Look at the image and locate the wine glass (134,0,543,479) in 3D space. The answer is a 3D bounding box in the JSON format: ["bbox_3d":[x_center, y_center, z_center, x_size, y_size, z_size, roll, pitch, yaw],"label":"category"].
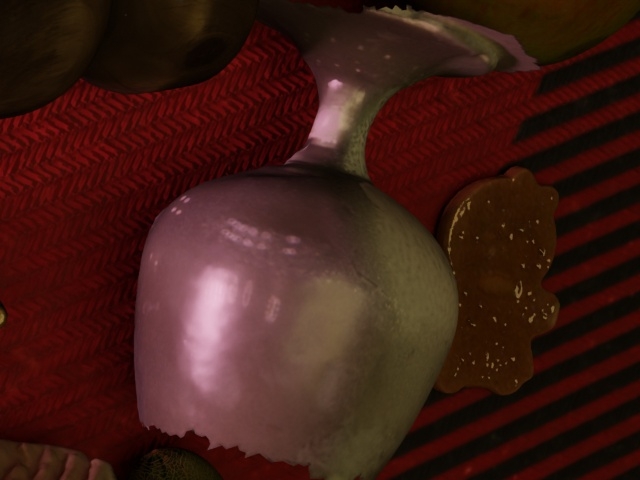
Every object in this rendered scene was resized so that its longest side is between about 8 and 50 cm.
[{"bbox_3d":[0.000,0.000,1.230,0.238,0.238,0.323,16,88,-27],"label":"wine glass"}]

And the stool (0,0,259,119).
[{"bbox_3d":[-0.189,-0.166,1.091,0.264,0.179,0.179,-16,106,-45],"label":"stool"}]

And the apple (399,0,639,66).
[{"bbox_3d":[0.142,-0.246,1.283,0.246,0.246,0.226,13,109,-27],"label":"apple"}]

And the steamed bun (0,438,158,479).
[{"bbox_3d":[-0.262,0.270,1.123,0.273,0.290,0.272,16,97,-8],"label":"steamed bun"}]

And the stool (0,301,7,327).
[{"bbox_3d":[-0.283,0.039,1.163,0.134,0.110,0.135,5,95,-25],"label":"stool"}]

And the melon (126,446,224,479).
[{"bbox_3d":[-0.097,0.228,1.292,0.099,0.099,0.162,-17,104,-22],"label":"melon"}]

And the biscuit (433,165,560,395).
[{"bbox_3d":[0.131,0.035,1.408,0.133,0.027,0.184,-7,100,-24],"label":"biscuit"}]
